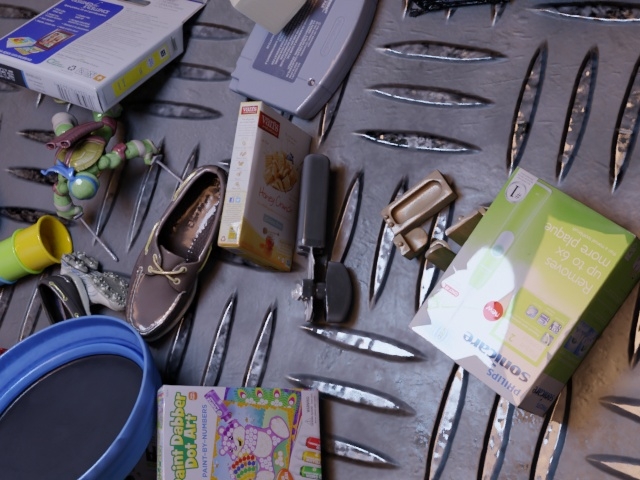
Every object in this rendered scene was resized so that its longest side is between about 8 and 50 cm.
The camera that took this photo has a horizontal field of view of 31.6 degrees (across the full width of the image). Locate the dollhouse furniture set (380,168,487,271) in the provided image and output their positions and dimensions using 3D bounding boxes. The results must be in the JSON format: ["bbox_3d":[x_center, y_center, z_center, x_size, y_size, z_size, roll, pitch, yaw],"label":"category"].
[{"bbox_3d":[0.164,-0.039,1.705,0.144,0.123,0.151,-37,61,14],"label":"dollhouse furniture set"}]

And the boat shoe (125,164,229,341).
[{"bbox_3d":[-0.243,0.020,1.904,0.117,0.097,0.324,28,88,3],"label":"boat shoe"}]

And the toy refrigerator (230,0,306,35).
[{"bbox_3d":[-0.119,-0.479,1.955,0.094,0.102,0.269,-46,41,19],"label":"toy refrigerator"}]

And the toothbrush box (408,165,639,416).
[{"bbox_3d":[0.297,0.073,1.603,0.206,0.122,0.283,37,95,32],"label":"toothbrush box"}]

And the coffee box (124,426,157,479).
[{"bbox_3d":[-0.334,0.448,1.823,0.168,0.119,0.297,-19,67,21],"label":"coffee box"}]

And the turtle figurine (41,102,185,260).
[{"bbox_3d":[-0.391,-0.125,2.043,0.197,0.275,0.266,-53,35,30],"label":"turtle figurine"}]

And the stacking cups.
[{"bbox_3d":[-0.618,0.050,2.110,0.316,0.096,0.096,-21,66,21],"label":"stacking cups"}]

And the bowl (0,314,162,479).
[{"bbox_3d":[-0.422,0.289,1.763,0.391,0.077,0.391,-19,38,16],"label":"bowl"}]

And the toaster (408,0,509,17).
[{"bbox_3d":[0.200,-0.446,1.788,0.186,0.168,0.110,0,72,27],"label":"toaster"}]

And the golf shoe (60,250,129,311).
[{"bbox_3d":[-0.401,0.092,2.014,0.176,0.069,0.086,34,115,33],"label":"golf shoe"}]

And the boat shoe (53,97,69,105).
[{"bbox_3d":[-0.439,-0.291,2.104,0.056,0.048,0.153,11,45,22],"label":"boat shoe"}]

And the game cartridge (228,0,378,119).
[{"bbox_3d":[-0.019,-0.360,1.944,0.196,0.060,0.294,26,88,35],"label":"game cartridge"}]

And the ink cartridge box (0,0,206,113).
[{"bbox_3d":[-0.416,-0.371,2.105,0.304,0.072,0.307,19,46,31],"label":"ink cartridge box"}]

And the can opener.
[{"bbox_3d":[0.000,0.000,1.824,0.093,0.074,0.280,1,74,-7],"label":"can opener"}]

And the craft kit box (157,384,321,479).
[{"bbox_3d":[-0.120,0.344,1.690,0.247,0.061,0.249,2,71,-16],"label":"craft kit box"}]

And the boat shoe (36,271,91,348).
[{"bbox_3d":[-0.425,0.165,1.960,0.081,0.069,0.227,-36,74,39],"label":"boat shoe"}]

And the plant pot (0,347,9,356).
[{"bbox_3d":[-0.605,0.278,1.992,0.191,0.174,0.191,-8,72,28],"label":"plant pot"}]

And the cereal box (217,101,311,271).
[{"bbox_3d":[-0.087,-0.084,1.825,0.047,0.173,0.240,2,77,29],"label":"cereal box"}]
